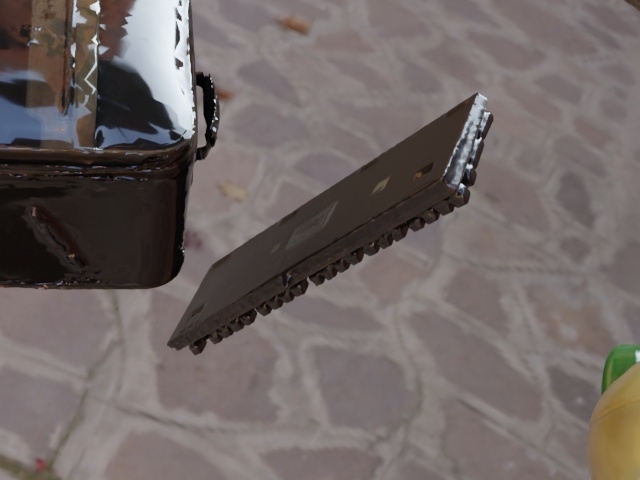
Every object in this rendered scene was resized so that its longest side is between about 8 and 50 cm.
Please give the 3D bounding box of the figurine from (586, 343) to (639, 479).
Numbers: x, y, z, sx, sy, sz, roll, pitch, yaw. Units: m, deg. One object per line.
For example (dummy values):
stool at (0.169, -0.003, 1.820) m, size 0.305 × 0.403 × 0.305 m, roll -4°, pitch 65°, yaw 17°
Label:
figurine at (0.207, 0.188, 0.742) m, size 0.124 × 0.325 × 0.222 m, roll -1°, pitch 40°, yaw 20°

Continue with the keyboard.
keyboard at (0.000, 0.000, 1.035) m, size 0.027 × 0.317 × 0.106 m, roll 41°, pitch 47°, yaw -18°

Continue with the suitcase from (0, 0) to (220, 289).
suitcase at (-0.288, -0.107, 1.040) m, size 0.433 × 0.194 × 0.283 m, roll 3°, pitch 44°, yaw -10°

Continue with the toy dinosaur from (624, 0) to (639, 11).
toy dinosaur at (0.310, -0.134, 0.920) m, size 0.294 × 0.077 × 0.162 m, roll -8°, pitch 75°, yaw -18°
